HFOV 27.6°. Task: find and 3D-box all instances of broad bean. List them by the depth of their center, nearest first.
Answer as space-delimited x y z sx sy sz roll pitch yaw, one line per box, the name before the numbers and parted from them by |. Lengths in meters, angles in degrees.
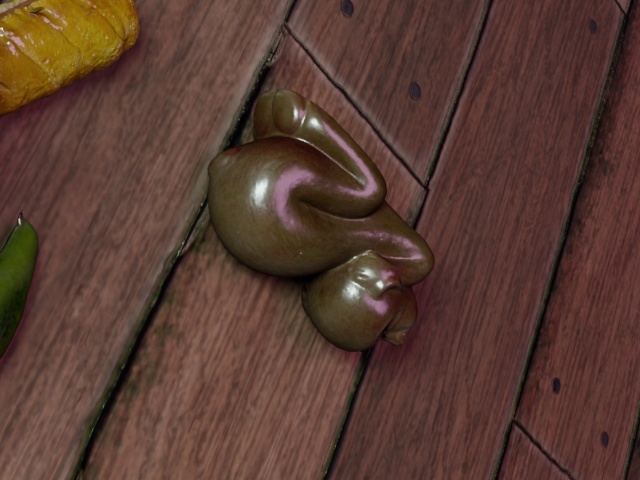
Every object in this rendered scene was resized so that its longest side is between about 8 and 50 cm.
broad bean | -0.264 0.105 0.933 0.060 0.043 0.297 67 37 -55

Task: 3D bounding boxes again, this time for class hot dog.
hot dog | -0.237 -0.135 0.994 0.286 0.061 0.088 -44 128 -42

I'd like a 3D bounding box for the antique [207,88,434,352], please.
antique | 0.000 0.000 1.202 0.257 0.121 0.143 52 56 -30
